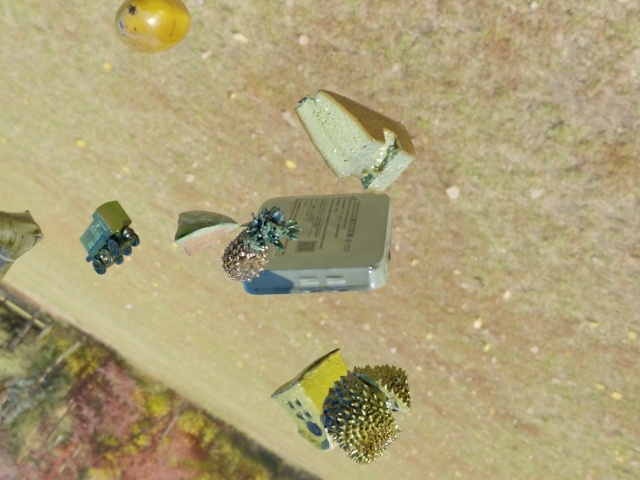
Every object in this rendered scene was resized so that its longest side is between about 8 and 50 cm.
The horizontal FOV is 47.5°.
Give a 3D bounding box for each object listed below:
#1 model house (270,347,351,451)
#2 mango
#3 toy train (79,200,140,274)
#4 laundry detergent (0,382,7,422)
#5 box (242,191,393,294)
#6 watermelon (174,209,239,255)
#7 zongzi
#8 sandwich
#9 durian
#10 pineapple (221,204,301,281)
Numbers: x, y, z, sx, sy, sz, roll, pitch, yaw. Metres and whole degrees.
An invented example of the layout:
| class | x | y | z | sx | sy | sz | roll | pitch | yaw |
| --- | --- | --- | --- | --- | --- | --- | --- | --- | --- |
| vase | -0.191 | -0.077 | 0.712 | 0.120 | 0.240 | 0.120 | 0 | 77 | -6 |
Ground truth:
| class | x | y | z | sx | sy | sz | roll | pitch | yaw |
| --- | --- | --- | --- | --- | --- | --- | --- | --- | --- |
| model house | 0.023 | 0.443 | 1.985 | 0.234 | 0.193 | 0.175 | 51 | 139 | 6 |
| mango | -0.334 | -0.428 | 1.454 | 0.227 | 0.147 | 0.109 | 177 | 80 | -78 |
| toy train | -0.582 | -0.002 | 1.989 | 0.137 | 0.090 | 0.225 | 55 | 135 | 2 |
| laundry detergent | -0.593 | 0.322 | 1.213 | 0.237 | 0.076 | 0.171 | -11 | -96 | -83 |
| box | 0.000 | 0.001 | 2.024 | 0.397 | 0.395 | 0.111 | -2 | 124 | 11 |
| watermelon | -0.264 | -0.031 | 1.649 | 0.101 | 0.155 | 0.080 | 55 | 160 | 40 |
| zongzi | -0.716 | 0.018 | 1.504 | 0.094 | 0.204 | 0.205 | 49 | -163 | 27 |
| sandwich | 0.064 | -0.194 | 1.404 | 0.236 | 0.128 | 0.122 | 16 | 136 | -40 |
| durian | 0.070 | 0.331 | 1.399 | 0.138 | 0.193 | 0.237 | 12 | 129 | -11 |
| pineapple | -0.120 | 0.015 | 1.367 | 0.103 | 0.083 | 0.221 | 27 | 143 | -13 |
